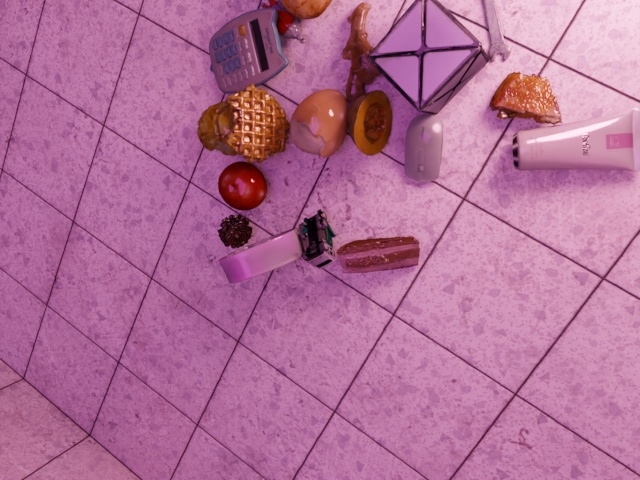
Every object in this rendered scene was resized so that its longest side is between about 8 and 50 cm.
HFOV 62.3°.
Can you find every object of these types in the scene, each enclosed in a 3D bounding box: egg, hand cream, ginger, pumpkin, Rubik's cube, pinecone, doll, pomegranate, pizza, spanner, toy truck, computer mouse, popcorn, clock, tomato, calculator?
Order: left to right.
[{"bbox_3d":[-0.356,-0.427,2.001,0.221,0.184,0.204,7,73,24],"label":"popcorn"},{"bbox_3d":[-0.340,-0.039,2.103,0.121,0.140,0.140,47,118,43],"label":"pinecone"},{"bbox_3d":[-0.304,-0.209,2.042,0.195,0.136,0.195,4,102,21],"label":"tomato"},{"bbox_3d":[-0.277,-0.688,1.950,0.386,0.054,0.256,-8,99,36],"label":"calculator"},{"bbox_3d":[-0.221,0.059,1.958,0.338,0.338,0.102,-19,95,25],"label":"clock"},{"bbox_3d":[-0.129,-0.782,1.888,0.227,0.075,0.102,48,115,12],"label":"doll"},{"bbox_3d":[-0.053,-0.859,1.770,0.215,0.215,0.215,5,102,22],"label":"pomegranate"},{"bbox_3d":[0.000,0.000,1.939,0.110,0.116,0.216,-29,45,25],"label":"toy truck"},{"bbox_3d":[0.002,-0.410,1.842,0.201,0.201,0.244,34,99,13],"label":"egg"},{"bbox_3d":[0.140,-0.638,1.808,0.148,0.081,0.334,0,100,39],"label":"ginger"},{"bbox_3d":[0.151,-0.403,1.789,0.110,0.217,0.217,25,111,41],"label":"pumpkin"},{"bbox_3d":[0.347,-0.309,1.786,0.128,0.079,0.231,7,106,24],"label":"computer mouse"},{"bbox_3d":[0.341,-0.565,1.636,0.259,0.260,0.255,46,114,6],"label":"Rubik's cube"},{"bbox_3d":[0.536,-0.710,1.655,0.071,0.017,0.302,-10,97,24],"label":"spanner"},{"bbox_3d":[0.645,-0.436,1.638,0.226,0.069,0.147,16,93,24],"label":"pizza"},{"bbox_3d":[0.767,-0.285,1.597,0.358,0.118,0.185,-3,92,18],"label":"hand cream"}]

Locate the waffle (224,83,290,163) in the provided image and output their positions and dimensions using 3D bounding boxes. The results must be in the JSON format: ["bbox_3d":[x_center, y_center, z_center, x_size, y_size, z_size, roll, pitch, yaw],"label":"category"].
[{"bbox_3d":[-0.236,-0.417,1.917,0.051,0.291,0.291,-1,102,62],"label":"waffle"}]

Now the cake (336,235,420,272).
[{"bbox_3d":[0.212,0.047,1.916,0.295,0.113,0.116,-5,104,12],"label":"cake"}]
